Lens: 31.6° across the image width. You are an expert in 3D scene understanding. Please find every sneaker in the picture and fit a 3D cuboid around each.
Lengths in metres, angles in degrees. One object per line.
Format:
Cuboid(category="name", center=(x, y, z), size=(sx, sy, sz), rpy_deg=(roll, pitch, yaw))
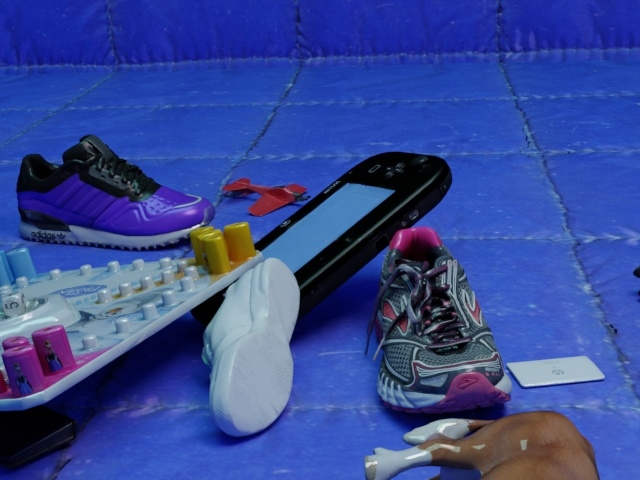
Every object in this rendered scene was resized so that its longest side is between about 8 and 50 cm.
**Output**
Cuboid(category="sneaker", center=(0.103, 0.078, 1.097), size=(0.121, 0.112, 0.299), rpy_deg=(-4, 19, -7))
Cuboid(category="sneaker", center=(-0.080, 0.110, 1.074), size=(0.094, 0.080, 0.212), rpy_deg=(-24, 29, 26))
Cuboid(category="sneaker", center=(-0.292, -0.072, 1.557), size=(0.294, 0.146, 0.102), rpy_deg=(2, 18, 14))

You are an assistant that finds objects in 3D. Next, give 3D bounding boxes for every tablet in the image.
Cuboid(category="tablet", center=(0.228, 0.127, 1.100), size=(0.083, 0.006, 0.054), rpy_deg=(-5, 18, -7))

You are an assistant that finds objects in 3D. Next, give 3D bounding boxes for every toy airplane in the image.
Cuboid(category="toy airplane", center=(-0.084, -0.074, 1.727), size=(0.151, 0.028, 0.151), rpy_deg=(-3, 19, 1))

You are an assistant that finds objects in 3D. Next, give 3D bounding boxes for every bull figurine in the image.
Cuboid(category="bull figurine", center=(0.122, 0.205, 0.716), size=(0.189, 0.101, 0.310), rpy_deg=(-3, 18, 4))

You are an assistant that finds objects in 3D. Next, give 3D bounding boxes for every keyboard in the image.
Cuboid(category="keyboard", center=(-0.296, 0.160, 1.040), size=(0.180, 0.023, 0.108), rpy_deg=(14, 30, 40))

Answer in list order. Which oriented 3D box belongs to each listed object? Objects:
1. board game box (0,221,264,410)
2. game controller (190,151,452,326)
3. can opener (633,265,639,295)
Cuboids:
Cuboid(category="board game box", center=(-0.314, 0.073, 1.141), size=(0.390, 0.050, 0.390), rpy_deg=(-6, 14, 29))
Cuboid(category="game controller", center=(0.000, 0.000, 1.259), size=(0.319, 0.067, 0.166), rpy_deg=(-38, 34, -21))
Cuboid(category="can opener", center=(0.447, 0.041, 1.284), size=(0.186, 0.073, 0.059), rpy_deg=(-9, 58, -11))
